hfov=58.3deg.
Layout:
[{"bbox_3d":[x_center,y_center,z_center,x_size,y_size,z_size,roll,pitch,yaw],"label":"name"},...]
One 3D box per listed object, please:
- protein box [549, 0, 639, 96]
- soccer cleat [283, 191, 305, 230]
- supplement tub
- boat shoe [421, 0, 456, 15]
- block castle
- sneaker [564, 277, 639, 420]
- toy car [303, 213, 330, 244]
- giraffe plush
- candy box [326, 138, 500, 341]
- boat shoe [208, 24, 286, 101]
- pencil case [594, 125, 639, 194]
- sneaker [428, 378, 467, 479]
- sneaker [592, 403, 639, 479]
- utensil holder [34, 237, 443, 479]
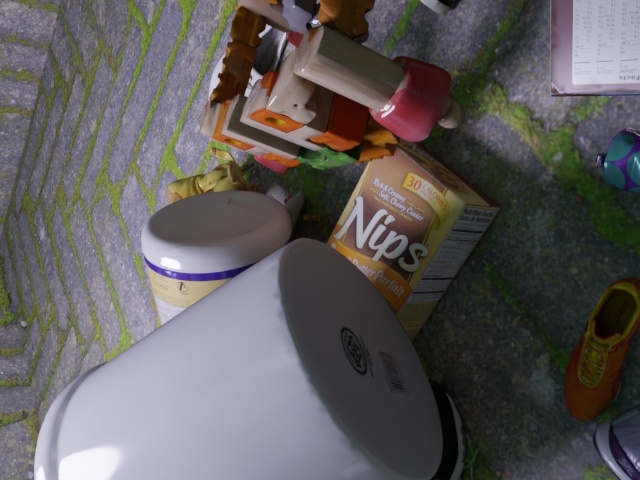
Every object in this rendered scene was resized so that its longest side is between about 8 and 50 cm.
[{"bbox_3d":[0.312,-0.241,0.495,0.136,0.199,0.201,16,121,48],"label":"protein box"},{"bbox_3d":[-0.076,-0.005,1.089,0.076,0.068,0.196,36,109,-1],"label":"soccer cleat"},{"bbox_3d":[-0.155,0.106,0.979,0.241,0.241,0.331,28,132,46],"label":"supplement tub"},{"bbox_3d":[0.136,-0.428,0.841,0.069,0.081,0.228,-48,62,35],"label":"boat shoe"},{"bbox_3d":[0.018,-0.257,0.778,0.453,0.212,0.303,1,75,63],"label":"block castle"},{"bbox_3d":[0.305,0.120,0.633,0.064,0.067,0.175,27,111,44],"label":"sneaker"},{"bbox_3d":[0.000,0.000,1.009,0.122,0.040,0.060,37,116,43],"label":"toy car"},{"bbox_3d":[-0.182,-0.073,1.105,0.210,0.181,0.170,-50,25,-1],"label":"giraffe plush"},{"bbox_3d":[0.100,0.026,0.856,0.183,0.087,0.316,50,125,38],"label":"candy box"},{"bbox_3d":[-0.139,-0.339,1.137,0.096,0.098,0.277,51,124,38],"label":"boat shoe"},{"bbox_3d":[0.364,-0.074,0.572,0.151,0.064,0.070,20,129,47],"label":"pencil case"},{"bbox_3d":[0.119,0.336,0.796,0.107,0.124,0.283,10,96,48],"label":"sneaker"},{"bbox_3d":[0.369,0.254,0.546,0.098,0.083,0.224,-53,51,27],"label":"sneaker"},{"bbox_3d":[-0.095,0.221,0.713,0.385,0.327,0.328,-35,62,21],"label":"utensil holder"}]
